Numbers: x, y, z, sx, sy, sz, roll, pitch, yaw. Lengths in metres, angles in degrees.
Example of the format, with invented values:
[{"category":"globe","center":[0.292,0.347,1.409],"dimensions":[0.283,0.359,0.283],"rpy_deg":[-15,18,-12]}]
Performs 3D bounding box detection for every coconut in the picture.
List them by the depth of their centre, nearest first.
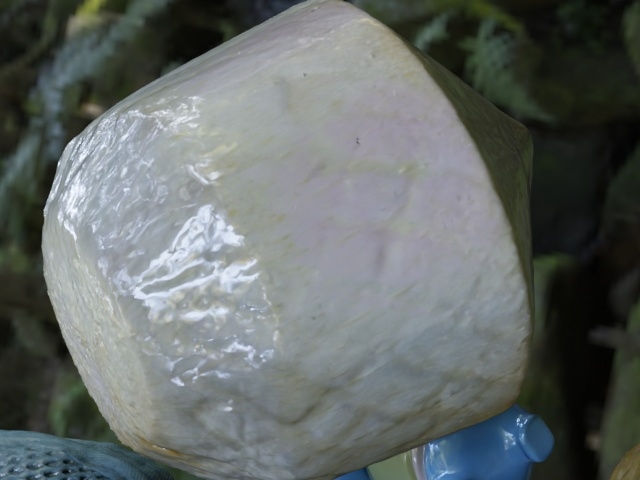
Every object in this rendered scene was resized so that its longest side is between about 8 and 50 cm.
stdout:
[{"category":"coconut","center":[0.000,0.000,1.164],"dimensions":[0.329,0.329,0.329],"rpy_deg":[-168,90,-84]}]

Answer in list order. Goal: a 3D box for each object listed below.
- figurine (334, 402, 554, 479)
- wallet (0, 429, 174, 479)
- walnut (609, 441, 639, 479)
[{"category":"figurine","center":[0.036,0.173,1.350],"dimensions":[0.262,0.154,0.180],"rpy_deg":[-1,70,50]},{"category":"wallet","center":[-0.256,0.189,1.117],"dimensions":[0.342,0.237,0.075],"rpy_deg":[-42,-44,-61]},{"category":"walnut","center":[0.222,0.188,1.057],"dimensions":[0.155,0.155,0.184],"rpy_deg":[108,-177,-47]}]
